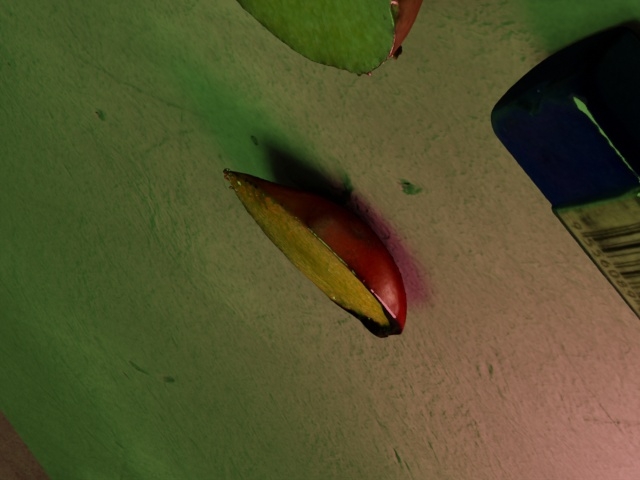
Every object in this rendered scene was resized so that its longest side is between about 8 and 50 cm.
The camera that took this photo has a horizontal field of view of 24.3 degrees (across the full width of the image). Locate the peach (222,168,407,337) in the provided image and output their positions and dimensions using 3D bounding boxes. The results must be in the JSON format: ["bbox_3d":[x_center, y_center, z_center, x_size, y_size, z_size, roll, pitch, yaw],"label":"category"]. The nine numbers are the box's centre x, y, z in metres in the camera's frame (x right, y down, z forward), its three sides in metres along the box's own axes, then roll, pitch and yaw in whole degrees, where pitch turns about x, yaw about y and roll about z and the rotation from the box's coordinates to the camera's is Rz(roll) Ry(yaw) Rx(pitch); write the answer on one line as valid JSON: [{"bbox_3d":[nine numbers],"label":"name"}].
[{"bbox_3d":[0.003,-0.002,1.725,0.279,0.068,0.189,47,161,-13],"label":"peach"}]

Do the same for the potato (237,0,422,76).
[{"bbox_3d":[0.004,-0.280,1.260,0.299,0.116,0.239,33,148,43],"label":"potato"}]

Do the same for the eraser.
[{"bbox_3d":[0.293,-0.019,1.267,0.332,0.101,0.155,50,154,-12],"label":"eraser"}]
